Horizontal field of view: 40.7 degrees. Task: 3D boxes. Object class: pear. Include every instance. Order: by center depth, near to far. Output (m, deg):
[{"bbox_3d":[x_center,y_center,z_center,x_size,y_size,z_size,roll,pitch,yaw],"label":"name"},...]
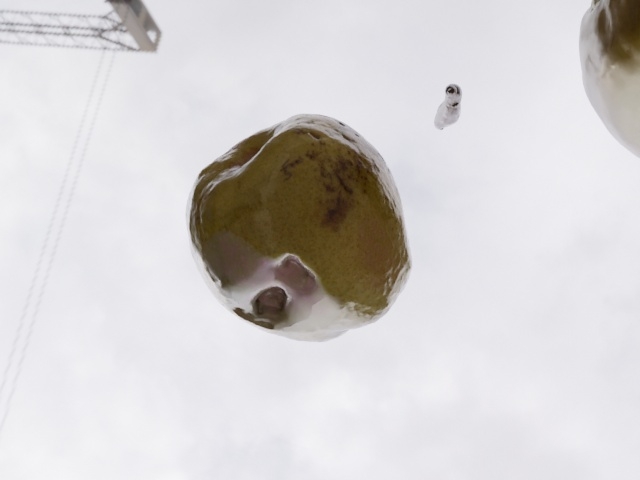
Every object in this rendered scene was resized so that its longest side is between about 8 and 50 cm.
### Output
[{"bbox_3d":[-0.013,-0.004,0.657,0.178,0.178,0.178,-4,-111,10],"label":"pear"}]

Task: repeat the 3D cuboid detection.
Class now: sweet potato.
[{"bbox_3d":[0.131,-0.136,0.867,0.026,0.115,0.026,0,-103,2],"label":"sweet potato"}]

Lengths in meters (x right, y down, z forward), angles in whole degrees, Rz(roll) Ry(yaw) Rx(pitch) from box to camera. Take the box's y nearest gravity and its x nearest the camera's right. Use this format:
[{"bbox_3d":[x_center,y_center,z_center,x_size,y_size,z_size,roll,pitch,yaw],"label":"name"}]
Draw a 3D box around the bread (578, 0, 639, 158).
[{"bbox_3d":[0.356,-0.155,0.649,0.333,0.333,0.160,2,-112,12],"label":"bread"}]
